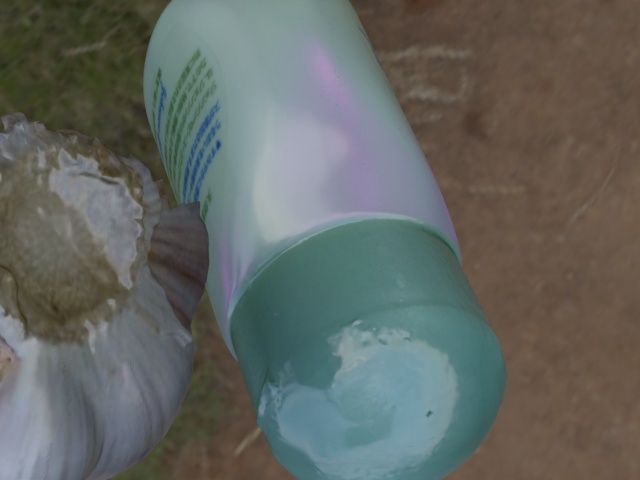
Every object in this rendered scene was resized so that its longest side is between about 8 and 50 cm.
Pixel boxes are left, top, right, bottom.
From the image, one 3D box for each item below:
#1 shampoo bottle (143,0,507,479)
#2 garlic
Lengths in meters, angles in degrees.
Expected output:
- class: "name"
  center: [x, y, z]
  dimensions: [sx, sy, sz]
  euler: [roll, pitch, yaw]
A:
- class: "shampoo bottle"
  center: [0.000, 0.000, 1.100]
  dimensions: [0.151, 0.349, 0.222]
  euler: [-9, 137, -14]
- class: "garlic"
  center: [-0.181, 0.020, 0.865]
  dimensions: [0.257, 0.207, 0.207]
  euler: [16, 127, -5]
